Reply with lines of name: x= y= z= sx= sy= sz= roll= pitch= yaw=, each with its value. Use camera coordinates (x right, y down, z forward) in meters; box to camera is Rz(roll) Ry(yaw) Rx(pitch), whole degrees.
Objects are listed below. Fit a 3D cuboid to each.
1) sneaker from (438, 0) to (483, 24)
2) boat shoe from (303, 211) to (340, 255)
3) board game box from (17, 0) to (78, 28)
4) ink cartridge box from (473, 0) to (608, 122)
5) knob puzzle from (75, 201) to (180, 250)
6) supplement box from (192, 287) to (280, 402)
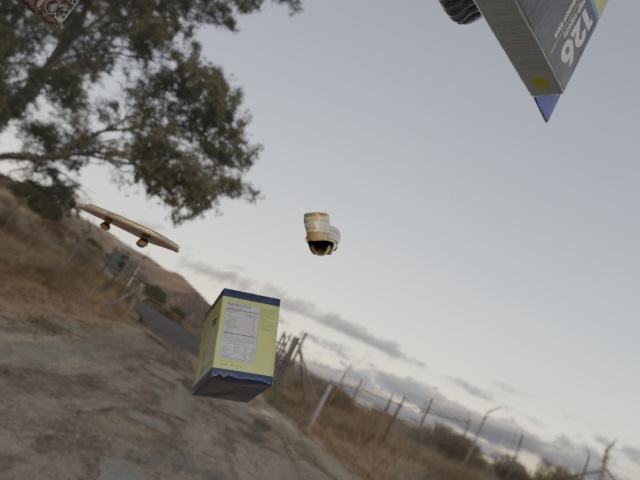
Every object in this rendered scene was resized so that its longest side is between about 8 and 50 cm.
sneaker: x=0.164 y=-0.403 z=0.729 sx=0.105 sy=0.115 sz=0.281 roll=-27 pitch=-40 yaw=14
boat shoe: x=0.000 y=0.000 z=1.050 sx=0.063 sy=0.059 sz=0.170 roll=-1 pitch=-16 yaw=13
board game box: x=-0.479 y=-0.463 z=0.777 sx=0.232 sy=0.141 sz=0.291 roll=38 pitch=2 yaw=13
ink cartridge box: x=0.327 y=-0.355 z=0.733 sx=0.072 sy=0.303 sz=0.307 roll=21 pitch=-9 yaw=46
knob puzzle: x=-0.340 y=-0.012 z=1.049 sx=0.213 sy=0.030 sz=0.213 roll=23 pitch=-11 yaw=5
supplement box: x=-0.080 y=0.101 z=0.546 sx=0.056 sy=0.083 sz=0.083 roll=14 pitch=-30 yaw=-18
